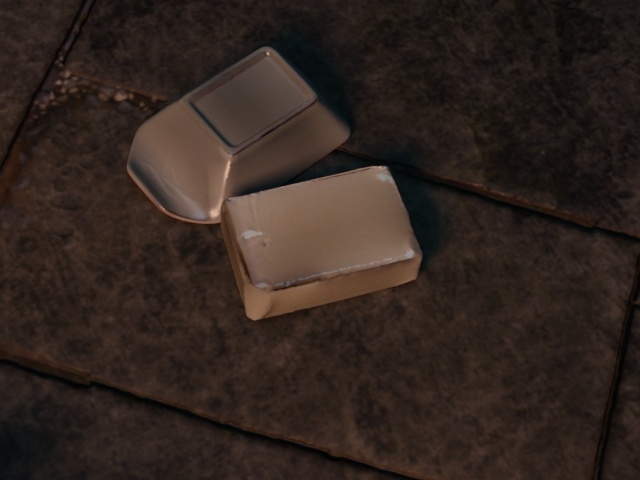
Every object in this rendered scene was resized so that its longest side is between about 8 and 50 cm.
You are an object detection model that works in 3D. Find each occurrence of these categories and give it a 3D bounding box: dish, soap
[{"bbox_3d":[-0.094,-0.120,1.345,0.234,0.064,0.154,-36,70,-19],"label":"dish"},{"bbox_3d":[0.000,0.000,1.288,0.183,0.063,0.121,-13,63,-11],"label":"soap"}]
